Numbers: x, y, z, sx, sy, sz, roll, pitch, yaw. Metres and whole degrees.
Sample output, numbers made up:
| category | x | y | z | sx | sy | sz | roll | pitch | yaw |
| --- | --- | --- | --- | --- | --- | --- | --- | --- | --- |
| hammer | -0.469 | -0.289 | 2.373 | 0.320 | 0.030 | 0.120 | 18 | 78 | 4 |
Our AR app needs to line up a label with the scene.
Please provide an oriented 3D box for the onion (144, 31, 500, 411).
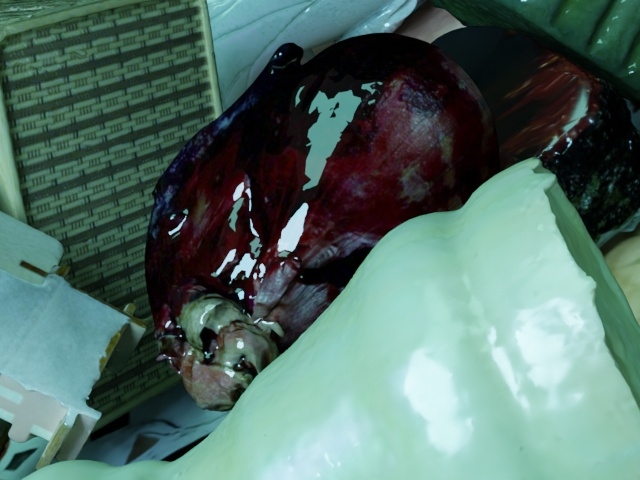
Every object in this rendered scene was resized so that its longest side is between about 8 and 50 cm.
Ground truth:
| category | x | y | z | sx | sy | sz | roll | pitch | yaw |
| --- | --- | --- | --- | --- | --- | --- | --- | --- | --- |
| onion | 0.010 | -0.008 | 0.921 | 0.281 | 0.221 | 0.281 | -48 | -9 | -10 |

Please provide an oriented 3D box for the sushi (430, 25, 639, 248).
| category | x | y | z | sx | sy | sz | roll | pitch | yaw |
| --- | --- | --- | --- | --- | --- | --- | --- | --- | --- |
| sushi | 0.154 | -0.073 | 1.039 | 0.136 | 0.126 | 0.225 | -43 | 33 | 2 |

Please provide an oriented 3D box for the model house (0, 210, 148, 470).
| category | x | y | z | sx | sy | sz | roll | pitch | yaw |
| --- | --- | --- | --- | --- | --- | --- | --- | --- | --- |
| model house | -0.306 | 0.075 | 0.892 | 0.244 | 0.326 | 0.169 | -58 | 10 | 32 |

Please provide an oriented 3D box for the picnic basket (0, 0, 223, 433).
| category | x | y | z | sx | sy | sz | roll | pitch | yaw |
| --- | --- | --- | --- | --- | --- | --- | --- | --- | --- |
| picnic basket | -0.184 | -0.025 | 1.046 | 0.175 | 0.313 | 0.228 | 5 | 19 | 37 |

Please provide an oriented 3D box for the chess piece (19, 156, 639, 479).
| category | x | y | z | sx | sy | sz | roll | pitch | yaw |
| --- | --- | --- | --- | --- | --- | --- | --- | --- | --- |
| chess piece | -0.028 | 0.154 | 0.725 | 0.442 | 0.234 | 0.234 | -27 | 25 | 15 |

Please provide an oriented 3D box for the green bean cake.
| category | x | y | z | sx | sy | sz | roll | pitch | yaw |
| --- | --- | --- | --- | --- | --- | --- | --- | --- | --- |
| green bean cake | 0.179 | -0.212 | 1.134 | 0.125 | 0.222 | 0.227 | -63 | 18 | -1 |

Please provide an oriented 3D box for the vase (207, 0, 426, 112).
| category | x | y | z | sx | sy | sz | roll | pitch | yaw |
| --- | --- | --- | --- | --- | --- | --- | --- | --- | --- |
| vase | -0.001 | -0.309 | 1.503 | 0.445 | 0.250 | 0.250 | -41 | 27 | -9 |
